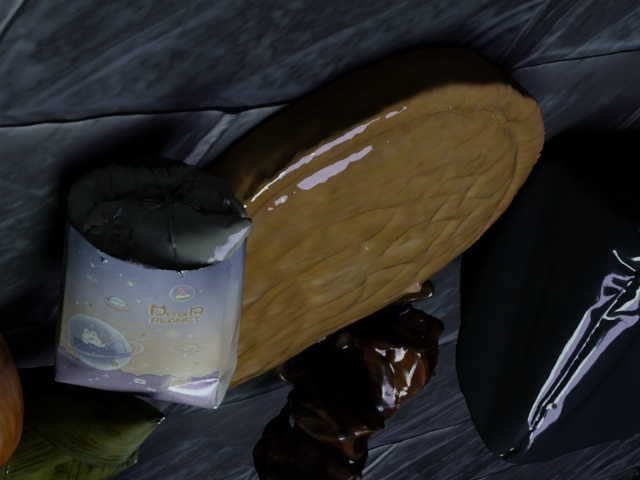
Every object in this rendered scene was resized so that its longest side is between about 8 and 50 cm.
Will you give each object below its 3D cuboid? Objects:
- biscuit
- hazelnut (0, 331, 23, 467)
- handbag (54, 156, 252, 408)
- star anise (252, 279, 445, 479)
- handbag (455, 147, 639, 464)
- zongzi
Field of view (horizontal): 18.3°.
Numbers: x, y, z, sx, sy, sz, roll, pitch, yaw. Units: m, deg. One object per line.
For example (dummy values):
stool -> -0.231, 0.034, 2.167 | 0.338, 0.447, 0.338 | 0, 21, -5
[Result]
biscuit -> 0.001, 0.002, 1.445 | 0.365, 0.062, 0.385 | -29, 161, -1
hazelnut -> -0.255, 0.088, 1.174 | 0.150, 0.150, 0.150 | -27, 161, -10
handbag -> -0.102, 0.022, 1.233 | 0.117, 0.095, 0.173 | 10, 136, -1
star anise -> 0.014, 0.136, 1.729 | 0.220, 0.126, 0.190 | -55, 167, -16
handbag -> 0.236, 0.045, 1.733 | 0.302, 0.178, 0.275 | -7, 135, -53
zongzi -> -0.219, 0.138, 1.308 | 0.205, 0.094, 0.204 | -10, -179, -21
